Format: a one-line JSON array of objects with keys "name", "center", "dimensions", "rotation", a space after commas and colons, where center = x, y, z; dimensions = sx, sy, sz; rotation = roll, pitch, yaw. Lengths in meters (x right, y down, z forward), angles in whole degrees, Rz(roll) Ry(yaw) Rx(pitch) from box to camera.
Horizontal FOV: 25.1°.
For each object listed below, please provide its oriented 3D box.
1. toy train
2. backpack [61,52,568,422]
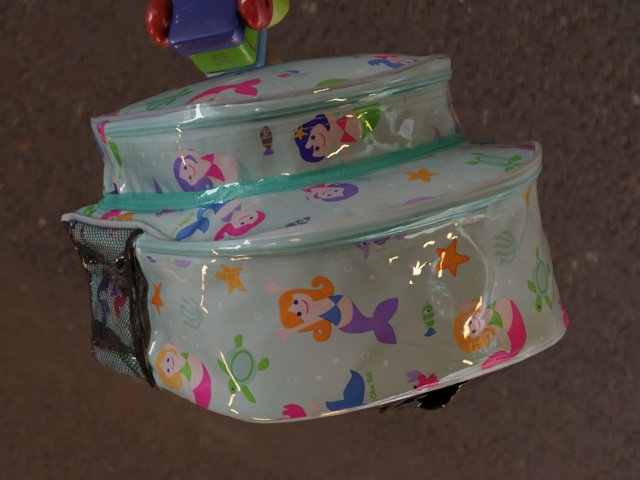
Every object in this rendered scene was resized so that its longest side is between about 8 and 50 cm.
[{"name": "toy train", "center": [-0.070, -0.246, 1.269], "dimensions": [0.105, 0.248, 0.143], "rotation": [-8, 151, 19]}, {"name": "backpack", "center": [0.000, 0.000, 0.758], "dimensions": [0.225, 0.253, 0.191], "rotation": [-14, 106, -26]}]
